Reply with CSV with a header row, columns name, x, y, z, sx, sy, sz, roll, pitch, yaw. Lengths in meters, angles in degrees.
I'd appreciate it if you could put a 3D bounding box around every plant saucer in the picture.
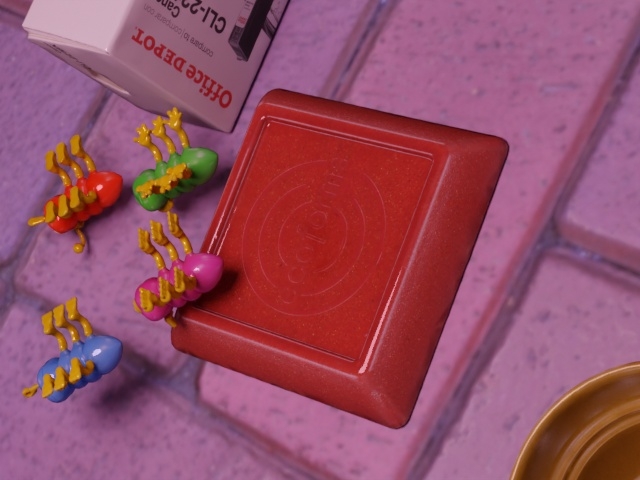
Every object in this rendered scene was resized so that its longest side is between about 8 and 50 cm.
name,x,y,z,sx,sy,sz,roll,pitch,yaw
plant saucer,0.000,0.000,1.279,0.259,0.047,0.258,16,81,35

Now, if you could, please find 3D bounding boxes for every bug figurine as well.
name,x,y,z,sx,sy,sz,roll,pitch,yaw
bug figurine,-0.177,0.015,1.327,0.216,0.072,0.279,-27,47,24

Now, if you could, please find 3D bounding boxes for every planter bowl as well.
name,x,y,z,sx,sy,sz,roll,pitch,yaw
planter bowl,0.242,0.198,1.034,0.217,0.090,0.217,-10,68,27

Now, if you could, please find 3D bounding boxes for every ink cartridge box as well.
name,x,y,z,sx,sy,sz,roll,pitch,yaw
ink cartridge box,-0.121,-0.260,1.353,0.114,0.197,0.273,20,84,34
